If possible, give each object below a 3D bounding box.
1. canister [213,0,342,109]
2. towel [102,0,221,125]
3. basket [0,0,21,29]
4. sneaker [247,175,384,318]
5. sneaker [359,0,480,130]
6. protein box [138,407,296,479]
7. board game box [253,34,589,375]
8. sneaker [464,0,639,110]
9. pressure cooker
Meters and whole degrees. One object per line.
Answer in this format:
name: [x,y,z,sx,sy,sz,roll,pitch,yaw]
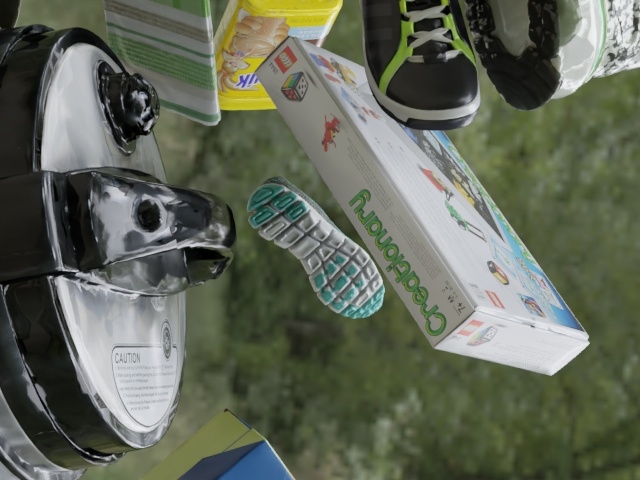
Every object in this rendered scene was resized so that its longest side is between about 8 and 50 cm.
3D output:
canister: [-0.057,-0.224,2.068,0.170,0.126,0.073,119,-39,-52]
towel: [-0.137,-0.176,1.618,0.023,0.113,0.152,-51,153,-39]
basket: [-0.391,-0.260,1.640,0.204,0.227,0.154,88,2,-82]
sneaker: [0.000,0.000,1.736,0.065,0.166,0.076,-37,-163,13]
sneaker: [0.067,-0.190,1.471,0.097,0.084,0.235,88,-12,-52]
protein box: [-0.112,0.353,2.252,0.201,0.200,0.136,56,-12,-24]
board game box: [0.084,-0.029,1.548,0.053,0.193,0.305,-44,-121,20]
sneaker: [0.208,-0.312,1.527,0.158,0.182,0.410,-7,-92,62]
pressure cooker: [-0.281,0.015,1.498,0.370,0.420,0.375,-85,162,-51]
